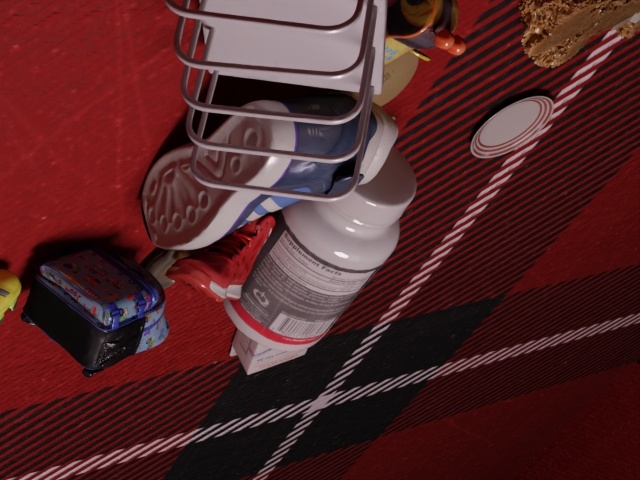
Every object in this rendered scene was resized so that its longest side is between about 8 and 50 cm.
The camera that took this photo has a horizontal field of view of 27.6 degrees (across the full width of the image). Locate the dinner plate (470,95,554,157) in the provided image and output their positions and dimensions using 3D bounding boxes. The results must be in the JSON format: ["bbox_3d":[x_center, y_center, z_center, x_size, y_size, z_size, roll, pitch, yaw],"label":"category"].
[{"bbox_3d":[0.284,-0.173,1.949,0.141,0.017,0.141,-24,156,-12],"label":"dinner plate"}]

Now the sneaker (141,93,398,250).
[{"bbox_3d":[-0.048,-0.078,1.590,0.236,0.130,0.323,-4,161,-39],"label":"sneaker"}]

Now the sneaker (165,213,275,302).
[{"bbox_3d":[-0.125,0.006,1.662,0.128,0.087,0.221,-64,176,0],"label":"sneaker"}]

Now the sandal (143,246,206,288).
[{"bbox_3d":[-0.170,0.009,1.772,0.090,0.060,0.219,2,141,-48],"label":"sandal"}]

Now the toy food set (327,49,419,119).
[{"bbox_3d":[0.066,-0.214,1.629,0.132,0.038,0.192,-18,146,-35],"label":"toy food set"}]

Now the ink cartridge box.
[{"bbox_3d":[-0.073,0.151,2.140,0.115,0.067,0.198,-17,154,-25],"label":"ink cartridge box"}]

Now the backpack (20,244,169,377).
[{"bbox_3d":[-0.274,0.079,1.696,0.173,0.158,0.116,-20,139,-50],"label":"backpack"}]

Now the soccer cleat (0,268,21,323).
[{"bbox_3d":[-0.480,0.075,1.540,0.093,0.121,0.289,2,-160,45],"label":"soccer cleat"}]

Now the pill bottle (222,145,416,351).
[{"bbox_3d":[0.000,0.000,1.794,0.176,0.176,0.318,-8,148,-38],"label":"pill bottle"}]

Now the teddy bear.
[{"bbox_3d":[0.355,-0.326,1.649,0.338,0.113,0.245,-23,163,-29],"label":"teddy bear"}]

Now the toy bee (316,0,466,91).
[{"bbox_3d":[0.076,-0.246,1.419,0.195,0.162,0.298,-6,147,-37],"label":"toy bee"}]

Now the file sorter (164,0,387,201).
[{"bbox_3d":[-0.040,-0.189,1.274,0.193,0.173,0.277,7,148,5],"label":"file sorter"}]
